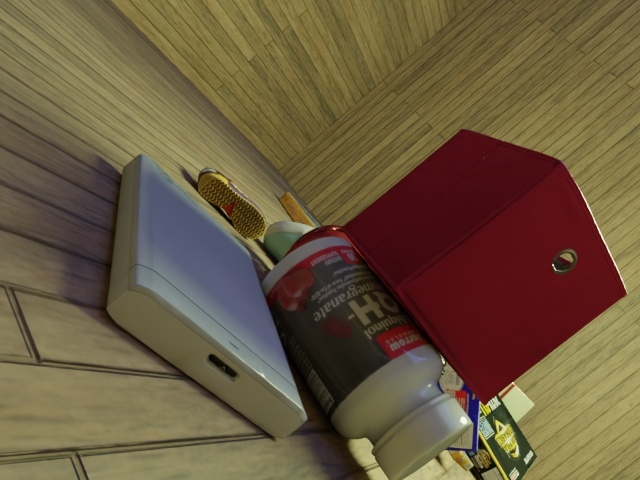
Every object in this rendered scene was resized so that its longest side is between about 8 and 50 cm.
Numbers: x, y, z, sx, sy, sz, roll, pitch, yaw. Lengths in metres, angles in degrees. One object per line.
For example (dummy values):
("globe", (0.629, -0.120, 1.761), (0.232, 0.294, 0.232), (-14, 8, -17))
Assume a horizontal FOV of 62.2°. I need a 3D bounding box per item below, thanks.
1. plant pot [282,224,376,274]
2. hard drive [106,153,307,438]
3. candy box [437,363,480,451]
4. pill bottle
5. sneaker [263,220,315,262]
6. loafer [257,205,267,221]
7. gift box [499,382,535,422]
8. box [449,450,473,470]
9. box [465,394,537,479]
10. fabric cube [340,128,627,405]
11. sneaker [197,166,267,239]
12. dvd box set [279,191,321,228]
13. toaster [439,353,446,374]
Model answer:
("plant pot", (0.015, 0.073, 1.026), (0.191, 0.191, 0.174), (50, 11, -2))
("hard drive", (-0.140, 0.041, 0.627), (0.233, 0.047, 0.353), (48, 4, -31))
("candy box", (0.311, 0.330, 1.318), (0.317, 0.122, 0.269), (-9, 102, -83))
("pill bottle", (0.058, 0.161, 0.748), (0.319, 0.176, 0.176), (52, 5, 29))
("sneaker", (0.013, 0.099, 1.193), (0.365, 0.135, 0.150), (35, 36, -2))
("loafer", (-0.169, -0.064, 1.275), (0.125, 0.039, 0.045), (48, 38, -61))
("gift box", (0.583, 0.589, 1.861), (0.276, 0.258, 0.255), (48, 3, 25))
("box", (0.356, 0.550, 1.442), (0.081, 0.028, 0.136), (47, 7, -32))
("box", (0.513, 0.585, 1.583), (0.322, 0.079, 0.257), (7, 48, -57))
("fabric cube", (0.229, 0.026, 0.796), (0.254, 0.258, 0.259), (52, 1, -25))
("sneaker", (-0.180, -0.083, 1.113), (0.185, 0.069, 0.084), (49, 10, -29))
("dvd box set", (0.000, 0.000, 2.276), (0.307, 0.062, 0.420), (45, 6, -48))
("toaster", (0.134, 0.239, 0.949), (0.110, 0.168, 0.185), (48, 3, 18))
